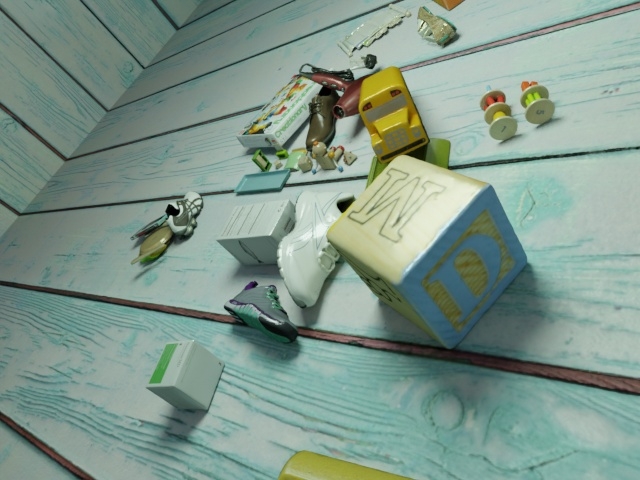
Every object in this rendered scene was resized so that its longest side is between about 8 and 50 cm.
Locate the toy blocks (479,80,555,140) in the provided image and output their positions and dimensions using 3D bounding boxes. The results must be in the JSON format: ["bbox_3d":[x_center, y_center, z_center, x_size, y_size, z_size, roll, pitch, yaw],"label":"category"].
[{"bbox_3d":[0.377,-0.274,1.000,0.123,0.054,0.148,-23,40,25],"label":"toy blocks"}]

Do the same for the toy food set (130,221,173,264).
[{"bbox_3d":[-0.486,0.009,1.525,0.132,0.039,0.192,-28,27,10],"label":"toy food set"}]

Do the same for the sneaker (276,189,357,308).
[{"bbox_3d":[0.000,0.000,1.029,0.129,0.111,0.297,-10,48,26],"label":"sneaker"}]

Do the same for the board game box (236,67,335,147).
[{"bbox_3d":[-0.097,-0.398,1.539,0.193,0.053,0.305,10,55,48],"label":"board game box"}]

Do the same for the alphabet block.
[{"bbox_3d":[0.162,0.012,0.795,0.193,0.192,0.197,-45,37,-8],"label":"alphabet block"}]

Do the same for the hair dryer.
[{"bbox_3d":[0.061,-0.397,1.346,0.223,0.080,0.294,-9,39,3],"label":"hair dryer"}]

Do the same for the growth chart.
[{"bbox_3d":[0.164,-0.672,1.627,0.237,0.021,0.172,-31,38,14],"label":"growth chart"}]

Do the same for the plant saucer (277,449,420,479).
[{"bbox_3d":[0.015,0.427,0.599,0.332,0.081,0.333,-5,49,39],"label":"plant saucer"}]

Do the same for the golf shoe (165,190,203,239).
[{"bbox_3d":[-0.403,-0.097,1.503,0.077,0.094,0.198,-29,37,19],"label":"golf shoe"}]

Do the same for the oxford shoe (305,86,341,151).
[{"bbox_3d":[-0.006,-0.332,1.377,0.082,0.096,0.227,-11,48,33],"label":"oxford shoe"}]

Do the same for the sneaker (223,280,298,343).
[{"bbox_3d":[-0.106,0.128,1.014,0.223,0.083,0.098,13,57,49],"label":"sneaker"}]

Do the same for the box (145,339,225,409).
[{"bbox_3d":[-0.262,0.263,0.998,0.087,0.102,0.101,-11,45,32],"label":"box"}]

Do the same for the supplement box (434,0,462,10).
[{"bbox_3d":[0.347,-0.751,1.493,0.080,0.078,0.233,-34,37,10],"label":"supplement box"}]

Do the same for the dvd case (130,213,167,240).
[{"bbox_3d":[-0.535,-0.045,1.613,0.119,0.013,0.087,-26,19,22],"label":"dvd case"}]

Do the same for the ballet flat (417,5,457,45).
[{"bbox_3d":[0.295,-0.576,1.374,0.067,0.073,0.206,-46,30,19],"label":"ballet flat"}]

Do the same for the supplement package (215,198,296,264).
[{"bbox_3d":[-0.126,-0.015,1.154,0.179,0.105,0.105,-4,51,41],"label":"supplement package"}]

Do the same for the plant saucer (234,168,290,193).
[{"bbox_3d":[-0.160,-0.160,1.407,0.192,0.018,0.067,1,54,42],"label":"plant saucer"}]

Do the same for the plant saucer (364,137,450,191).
[{"bbox_3d":[0.166,-0.134,1.059,0.188,0.045,0.188,-13,45,34],"label":"plant saucer"}]

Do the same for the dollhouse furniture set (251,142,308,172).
[{"bbox_3d":[-0.112,-0.229,1.398,0.151,0.058,0.076,-3,52,41],"label":"dollhouse furniture set"}]

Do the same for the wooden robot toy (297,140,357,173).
[{"bbox_3d":[0.005,-0.220,1.265,0.173,0.079,0.076,3,55,43],"label":"wooden robot toy"}]

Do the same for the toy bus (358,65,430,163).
[{"bbox_3d":[0.152,-0.279,1.104,0.108,0.130,0.333,-22,22,16],"label":"toy bus"}]
